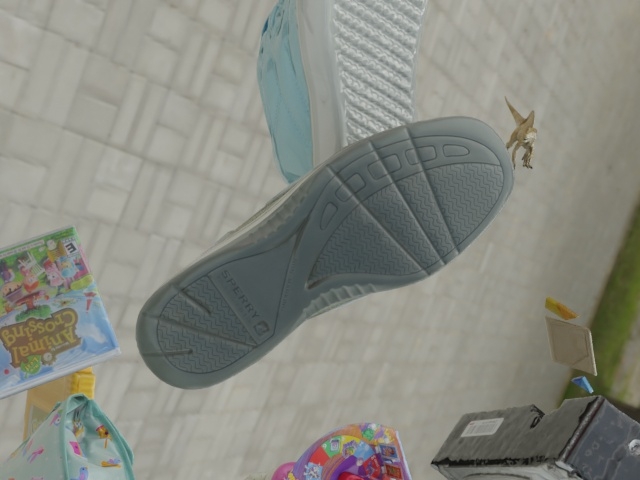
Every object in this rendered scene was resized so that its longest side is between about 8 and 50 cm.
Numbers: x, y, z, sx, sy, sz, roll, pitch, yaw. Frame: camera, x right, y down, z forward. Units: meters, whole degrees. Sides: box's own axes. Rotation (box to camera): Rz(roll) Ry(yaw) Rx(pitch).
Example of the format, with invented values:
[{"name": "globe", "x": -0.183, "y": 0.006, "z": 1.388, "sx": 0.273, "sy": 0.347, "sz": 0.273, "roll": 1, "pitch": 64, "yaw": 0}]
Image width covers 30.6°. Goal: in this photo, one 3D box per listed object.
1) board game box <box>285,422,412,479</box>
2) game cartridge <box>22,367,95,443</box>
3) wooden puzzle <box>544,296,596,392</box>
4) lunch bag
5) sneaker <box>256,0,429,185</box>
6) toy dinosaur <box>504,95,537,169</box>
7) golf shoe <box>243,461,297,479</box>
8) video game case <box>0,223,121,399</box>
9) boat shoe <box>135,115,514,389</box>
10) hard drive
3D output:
[{"name": "board game box", "x": 0.039, "y": 0.248, "z": 1.035, "sx": 0.133, "sy": 0.033, "sz": 0.169, "roll": -23, "pitch": 103, "yaw": -27}, {"name": "game cartridge", "x": -0.444, "y": 0.350, "z": 1.939, "sx": 0.052, "sy": 0.285, "sz": 0.324, "roll": 4, "pitch": 88, "yaw": -27}, {"name": "wooden puzzle", "x": 0.306, "y": 0.126, "z": 1.426, "sx": 0.014, "sy": 0.078, "sz": 0.116, "roll": -31, "pitch": 128, "yaw": -30}, {"name": "lunch bag", "x": -0.373, "y": 0.378, "z": 1.669, "sx": 0.160, "sy": 0.262, "sz": 0.223, "roll": 23, "pitch": 121, "yaw": -42}, {"name": "sneaker", "x": -0.002, "y": -0.178, "z": 0.971, "sx": 0.135, "sy": 0.150, "sz": 0.366, "roll": -27, "pitch": 133, "yaw": -38}, {"name": "toy dinosaur", "x": 0.316, "y": -0.162, "z": 1.826, "sx": 0.183, "sy": 0.053, "sz": 0.093, "roll": -95, "pitch": -162, "yaw": -68}, {"name": "golf shoe", "x": -0.045, "y": 0.407, "z": 1.306, "sx": 0.115, "sy": 0.140, "sz": 0.306, "roll": 12, "pitch": 68, "yaw": -45}, {"name": "video game case", "x": -0.398, "y": 0.100, "z": 1.565, "sx": 0.212, "sy": 0.193, "sz": 0.023, "roll": -20, "pitch": 169, "yaw": -14}, {"name": "boat shoe", "x": 0.000, "y": 0.003, "z": 0.916, "sx": 0.320, "sy": 0.118, "sz": 0.103, "roll": -33, "pitch": -168, "yaw": -3}, {"name": "hard drive", "x": 0.259, "y": 0.245, "z": 0.854, "sx": 0.064, "sy": 0.339, "sz": 0.237, "roll": -53, "pitch": -173, "yaw": -18}]
